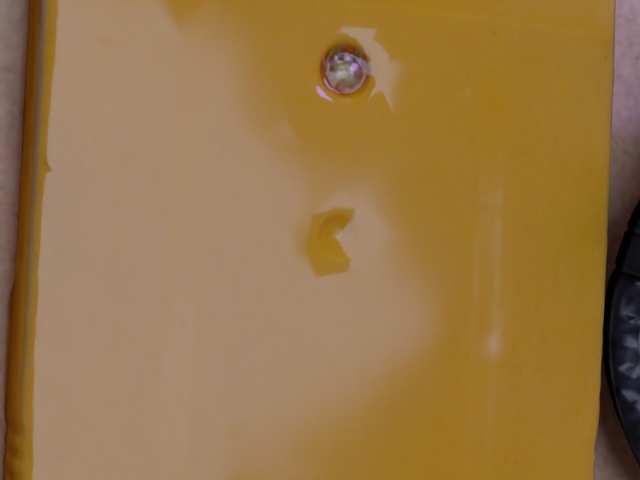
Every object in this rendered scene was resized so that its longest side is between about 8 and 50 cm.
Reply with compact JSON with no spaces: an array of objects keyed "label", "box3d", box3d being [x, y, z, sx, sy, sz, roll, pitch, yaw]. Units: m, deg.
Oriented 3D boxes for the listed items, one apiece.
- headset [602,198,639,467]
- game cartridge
[{"label":"headset","box3d":[0.285,-0.021,0.786,0.243,0.185,0.394,21,95,4]},{"label":"game cartridge","box3d":[0.000,0.000,0.786,0.285,0.053,0.323,5,88,-20]}]
